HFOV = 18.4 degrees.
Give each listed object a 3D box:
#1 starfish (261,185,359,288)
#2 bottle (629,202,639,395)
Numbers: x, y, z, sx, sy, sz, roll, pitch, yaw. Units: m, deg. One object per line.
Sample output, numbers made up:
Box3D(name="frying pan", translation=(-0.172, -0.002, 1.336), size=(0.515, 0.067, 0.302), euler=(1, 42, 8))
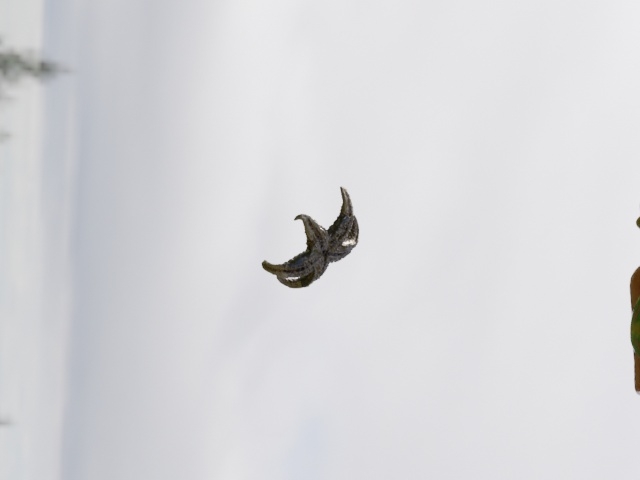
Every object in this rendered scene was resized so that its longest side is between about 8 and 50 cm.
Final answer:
Box3D(name="starfish", translation=(0.000, 0.000, 1.499), size=(0.028, 0.078, 0.091), euler=(42, -72, 32))
Box3D(name="bottle", translation=(0.313, 0.049, 1.795), size=(0.069, 0.069, 0.187), euler=(128, -37, -68))
